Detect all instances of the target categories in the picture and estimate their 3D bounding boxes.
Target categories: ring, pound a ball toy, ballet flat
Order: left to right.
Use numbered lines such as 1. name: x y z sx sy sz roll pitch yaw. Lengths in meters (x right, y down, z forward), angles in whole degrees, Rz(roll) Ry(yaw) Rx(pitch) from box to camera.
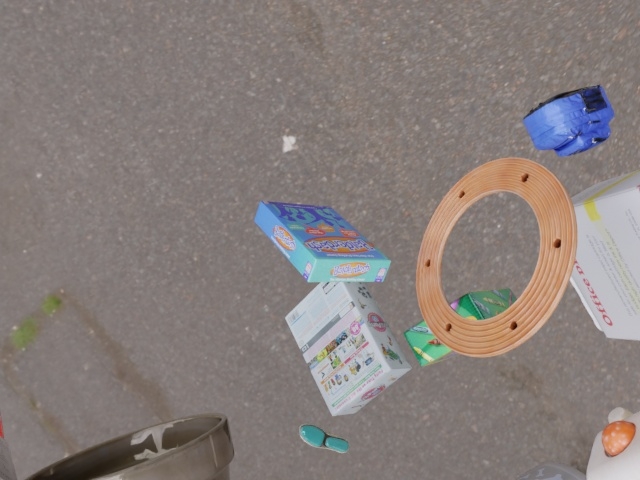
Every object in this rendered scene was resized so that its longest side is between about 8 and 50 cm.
1. ballet flat: 0.005 0.585 1.830 0.168 0.057 0.052 28 166 -13
2. ring: 0.281 0.026 1.027 0.032 0.337 0.336 19 135 -29
3. pound a ball toy: 0.483 0.246 0.832 0.135 0.208 0.319 39 136 4

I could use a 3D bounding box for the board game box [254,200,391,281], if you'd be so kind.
1. board game box: 0.000 0.000 1.096 0.210 0.160 0.047 45 123 45

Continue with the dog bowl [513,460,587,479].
1. dog bowl: 0.458 0.609 1.180 0.349 0.102 0.349 170 90 -69

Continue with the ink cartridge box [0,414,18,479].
1. ink cartridge box: -0.638 0.403 0.973 0.261 0.296 0.066 32 153 51

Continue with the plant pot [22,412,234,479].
1. plant pot: -0.266 0.453 0.950 0.323 0.323 0.280 -18 85 36

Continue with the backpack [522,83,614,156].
1. backpack: 0.402 -0.190 1.008 0.101 0.120 0.098 70 158 12

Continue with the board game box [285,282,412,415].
1. board game box: 0.063 0.257 1.592 0.224 0.097 0.303 -46 55 29

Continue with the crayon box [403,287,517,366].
1. crayon box: 0.313 0.178 1.308 0.165 0.278 0.081 -37 69 26

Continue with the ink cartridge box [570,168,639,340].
1. ink cartridge box: 0.586 0.017 1.050 0.279 0.160 0.384 61 168 0
